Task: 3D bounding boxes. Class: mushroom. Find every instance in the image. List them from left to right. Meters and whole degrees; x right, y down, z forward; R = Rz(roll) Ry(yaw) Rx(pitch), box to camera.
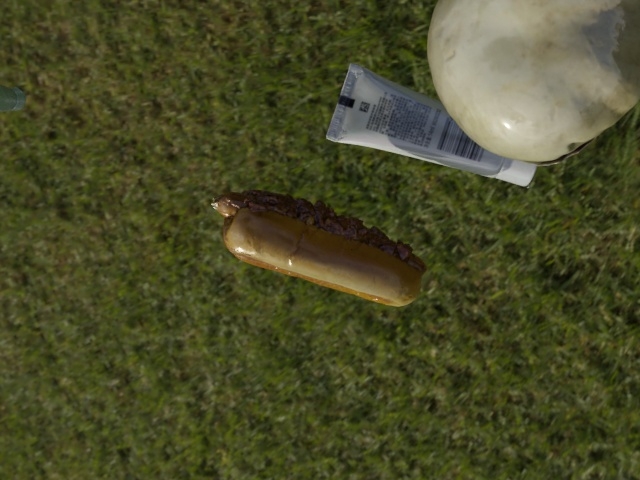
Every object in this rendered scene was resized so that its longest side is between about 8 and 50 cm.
[{"bbox_3d":[0.146,-0.127,0.580,0.154,0.122,0.154,1,91,40],"label":"mushroom"}]

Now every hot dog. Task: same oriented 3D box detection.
[{"bbox_3d":[0.000,0.000,0.963,0.249,0.102,0.076,19,123,-9],"label":"hot dog"}]

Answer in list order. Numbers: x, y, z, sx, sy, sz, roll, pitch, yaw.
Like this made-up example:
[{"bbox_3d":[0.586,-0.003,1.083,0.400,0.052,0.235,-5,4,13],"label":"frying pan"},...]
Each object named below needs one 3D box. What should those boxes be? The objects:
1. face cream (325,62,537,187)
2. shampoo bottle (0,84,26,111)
[{"bbox_3d":[0.135,-0.123,1.025,0.244,0.058,0.092,19,95,0],"label":"face cream"},{"bbox_3d":[-0.478,-0.203,1.267,0.041,0.190,0.069,19,99,3],"label":"shampoo bottle"}]
